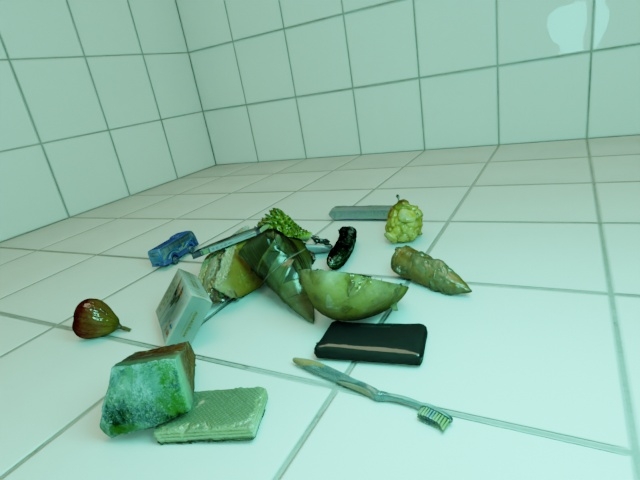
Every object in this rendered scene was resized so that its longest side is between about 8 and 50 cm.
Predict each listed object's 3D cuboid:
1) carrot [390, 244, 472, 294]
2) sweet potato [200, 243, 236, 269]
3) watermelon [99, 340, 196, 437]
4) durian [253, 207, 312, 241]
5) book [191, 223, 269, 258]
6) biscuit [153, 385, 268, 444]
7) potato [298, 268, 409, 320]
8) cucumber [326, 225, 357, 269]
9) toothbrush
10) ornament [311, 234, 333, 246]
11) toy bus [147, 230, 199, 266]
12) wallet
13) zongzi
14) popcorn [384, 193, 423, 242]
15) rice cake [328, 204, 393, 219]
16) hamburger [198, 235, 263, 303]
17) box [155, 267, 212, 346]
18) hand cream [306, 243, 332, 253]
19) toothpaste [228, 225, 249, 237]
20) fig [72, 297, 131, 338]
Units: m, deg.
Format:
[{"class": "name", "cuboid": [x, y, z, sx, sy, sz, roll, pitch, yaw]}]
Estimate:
[{"class": "carrot", "cuboid": [0.313, 0.094, 1.211, 0.102, 0.101, 0.263, -21, 29, -28]}, {"class": "sweet potato", "cuboid": [-0.359, 0.071, 1.562, 0.106, 0.095, 0.354, -51, 3, 24]}, {"class": "watermelon", "cuboid": [-0.347, 0.283, 0.922, 0.193, 0.139, 0.256, -14, 6, 2]}, {"class": "durian", "cuboid": [-0.165, -0.022, 1.630, 0.157, 0.170, 0.356, -58, 15, -9]}, {"class": "book", "cuboid": [-0.286, -0.003, 1.392, 0.232, 0.026, 0.157, -20, 7, 5]}, {"class": "biscuit", "cuboid": [-0.209, 0.338, 0.845, 0.200, 0.040, 0.121, -8, 17, 10]}, {"class": "potato", "cuboid": [0.085, 0.141, 1.061, 0.239, 0.115, 0.299, -6, -14, 43]}, {"class": "cucumber", "cuboid": [0.079, 0.025, 1.509, 0.081, 0.072, 0.303, -3, 22, 12]}, {"class": "toothbrush", "cuboid": [0.081, 0.290, 0.858, 0.376, 0.028, 0.037, 9, 35, 41]}, {"class": "ornament", "cuboid": [0.000, 0.000, 1.666, 0.074, 0.028, 0.125, 7, 9, -16]}, {"class": "toy bus", "cuboid": [-0.595, 0.033, 1.768, 0.079, 0.093, 0.236, -2, 22, 21]}, {"class": "wallet", "cuboid": [0.116, 0.228, 0.991, 0.251, 0.044, 0.149, -2, 18, 22]}, {"class": "zongzi", "cuboid": [-0.064, 0.122, 1.307, 0.154, 0.317, 0.289, -40, -20, 15]}, {"class": "popcorn", "cuboid": [0.304, -0.061, 1.556, 0.141, 0.163, 0.194, 11, -11, 2]}, {"class": "rice cake", "cuboid": [0.204, -0.120, 1.864, 0.366, 0.056, 0.073, 2, 23, 29]}, {"class": "hamburger", "cuboid": [-0.267, 0.091, 1.372, 0.156, 0.245, 0.281, -25, 52, 32]}, {"class": "box", "cuboid": [-0.379, 0.183, 1.185, 0.067, 0.149, 0.233, 25, 2, -30]}, {"class": "hand cream", "cuboid": [-0.084, 0.032, 1.598, 0.256, 0.048, 0.079, -3, -2, 21]}, {"class": "toothpaste", "cuboid": [-0.373, -0.019, 1.904, 0.048, 0.031, 0.190, 4, 27, 25]}, {"class": "fig", "cuboid": [-0.641, 0.243, 1.243, 0.153, 0.119, 0.119, 42, 38, 8]}]
